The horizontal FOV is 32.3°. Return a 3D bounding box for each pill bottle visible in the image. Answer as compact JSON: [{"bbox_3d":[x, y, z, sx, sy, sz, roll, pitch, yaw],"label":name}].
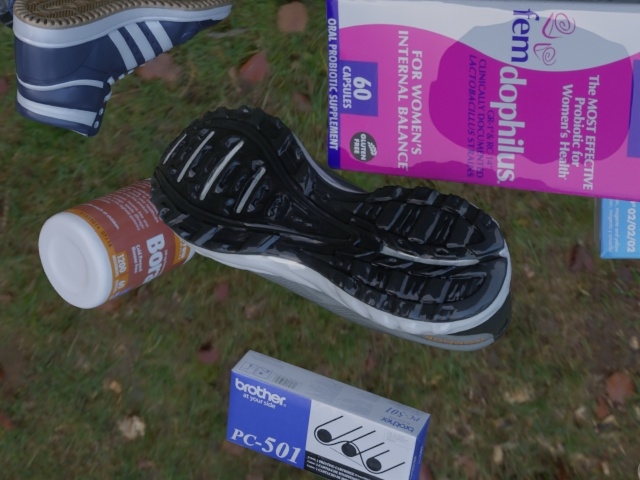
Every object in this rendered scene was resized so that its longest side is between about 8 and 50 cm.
[{"bbox_3d":[-0.229,-0.008,1.370,0.121,0.216,0.121,19,121,34],"label":"pill bottle"}]

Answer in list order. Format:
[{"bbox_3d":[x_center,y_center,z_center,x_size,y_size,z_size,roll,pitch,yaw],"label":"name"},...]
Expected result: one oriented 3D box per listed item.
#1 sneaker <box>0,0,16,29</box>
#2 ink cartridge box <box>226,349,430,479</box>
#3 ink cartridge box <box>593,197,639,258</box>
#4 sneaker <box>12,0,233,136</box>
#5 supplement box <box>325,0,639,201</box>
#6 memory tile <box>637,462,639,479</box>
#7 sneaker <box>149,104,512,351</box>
[{"bbox_3d":[-0.384,-0.336,1.219,0.111,0.297,0.129,-27,74,6],"label":"sneaker"},{"bbox_3d":[0.004,0.195,1.148,0.207,0.046,0.097,17,122,18],"label":"ink cartridge box"},{"bbox_3d":[0.292,-0.022,0.797,0.181,0.104,0.062,0,98,12],"label":"ink cartridge box"},{"bbox_3d":[-0.227,-0.214,1.258,0.099,0.282,0.153,38,130,30],"label":"sneaker"},{"bbox_3d":[0.123,-0.097,0.672,0.220,0.114,0.111,7,109,25],"label":"supplement box"},{"bbox_3d":[0.404,0.254,1.198,0.113,0.012,0.148,32,80,0],"label":"memory tile"},{"bbox_3d":[0.000,0.000,0.699,0.271,0.108,0.100,27,75,30],"label":"sneaker"}]
